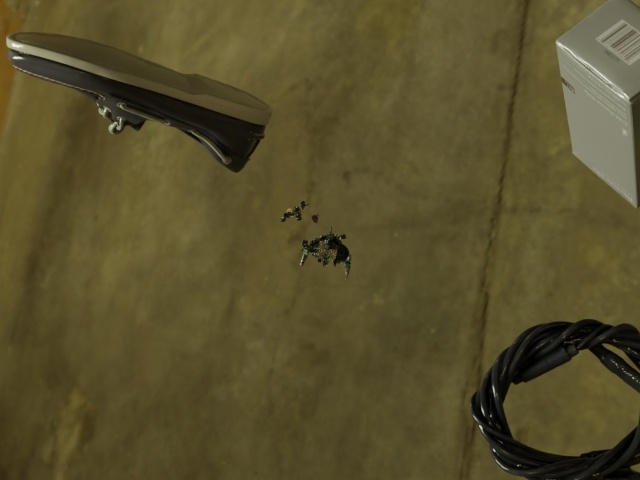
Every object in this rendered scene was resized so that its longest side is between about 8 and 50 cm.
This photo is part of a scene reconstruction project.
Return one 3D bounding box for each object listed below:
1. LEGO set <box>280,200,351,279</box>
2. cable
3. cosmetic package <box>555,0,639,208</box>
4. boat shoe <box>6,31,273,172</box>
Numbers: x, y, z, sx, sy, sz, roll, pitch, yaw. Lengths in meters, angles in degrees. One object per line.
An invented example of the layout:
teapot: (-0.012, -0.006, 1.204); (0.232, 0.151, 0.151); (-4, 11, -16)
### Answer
LEGO set: (0.001, -0.002, 0.866); (0.054, 0.083, 0.023); (-14, 21, 25)
cable: (0.228, 0.145, 0.863); (0.047, 0.184, 0.150); (65, -151, -87)
cosmetic package: (0.360, -0.156, 1.118); (0.107, 0.238, 0.127); (-37, 55, -5)
boat shoe: (-0.142, -0.104, 0.735); (0.075, 0.206, 0.065); (-111, 39, -63)
